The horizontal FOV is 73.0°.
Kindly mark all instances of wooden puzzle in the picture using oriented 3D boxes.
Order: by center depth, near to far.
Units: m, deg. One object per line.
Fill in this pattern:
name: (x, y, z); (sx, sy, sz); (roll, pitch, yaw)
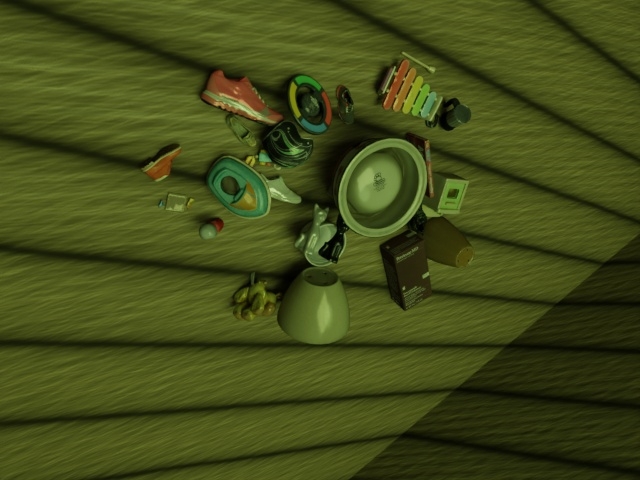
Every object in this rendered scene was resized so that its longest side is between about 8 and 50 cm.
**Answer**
wooden puzzle: (-0.538, -0.139, 1.614); (0.116, 0.014, 0.079); (15, 102, -34)

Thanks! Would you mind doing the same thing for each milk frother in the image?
milk frother: (0.569, -0.550, 1.939); (0.143, 0.135, 0.129); (-39, 96, -10)

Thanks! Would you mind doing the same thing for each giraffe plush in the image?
giraffe plush: (-0.264, 0.269, 1.911); (0.170, 0.181, 0.210); (39, 58, -47)

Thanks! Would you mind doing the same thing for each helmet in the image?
helmet: (-0.115, -0.348, 1.607); (0.169, 0.169, 0.161); (-41, 98, -4)

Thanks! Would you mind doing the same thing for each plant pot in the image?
plant pot: (0.653, 0.031, 2.217); (0.237, 0.254, 0.237); (-12, 119, -22)

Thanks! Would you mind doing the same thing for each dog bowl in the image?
dog bowl: (0.222, -0.225, 1.746); (0.408, 0.150, 0.408); (-11, 118, -21)

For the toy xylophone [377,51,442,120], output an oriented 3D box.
toy xylophone: (0.380, -0.646, 1.818); (0.322, 0.081, 0.236); (6, 111, -32)

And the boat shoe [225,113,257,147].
boat shoe: (-0.287, -0.399, 1.595); (0.056, 0.048, 0.153); (-42, 127, -4)

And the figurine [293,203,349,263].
figurine: (0.019, -0.033, 1.807); (0.215, 0.092, 0.209); (21, 95, -34)

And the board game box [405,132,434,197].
board game box: (0.454, -0.343, 1.978); (0.027, 0.145, 0.281); (-26, 124, -16)

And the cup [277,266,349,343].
cup: (-0.018, 0.256, 1.906); (0.331, 0.331, 0.237); (-6, 119, -26)

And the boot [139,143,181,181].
boot: (-0.542, -0.273, 1.518); (0.158, 0.059, 0.085); (-35, 130, 1)

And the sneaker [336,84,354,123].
sneaker: (0.106, -0.537, 1.731); (0.061, 0.065, 0.158); (-30, 125, -12)

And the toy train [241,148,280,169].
toy train: (-0.242, -0.280, 1.678); (0.166, 0.046, 0.125); (-35, 116, -6)

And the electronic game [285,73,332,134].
electronic game: (-0.039, -0.506, 1.615); (0.229, 0.048, 0.229); (13, 72, -43)

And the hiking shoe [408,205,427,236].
hiking shoe: (0.485, -0.134, 2.123); (0.086, 0.114, 0.227); (-24, 124, -17)

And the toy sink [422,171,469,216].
toy sink: (0.610, -0.207, 2.144); (0.152, 0.131, 0.234); (1, 115, -29)

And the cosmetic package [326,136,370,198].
cosmetic package: (0.181, -0.274, 1.871); (0.153, 0.129, 0.296); (28, 99, -35)

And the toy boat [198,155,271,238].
toy boat: (-0.336, -0.136, 1.609); (0.267, 0.148, 0.318); (37, 109, -4)

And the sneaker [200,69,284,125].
sneaker: (-0.253, -0.498, 1.522); (0.313, 0.116, 0.136); (12, 104, -35)

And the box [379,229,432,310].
box: (0.450, 0.159, 2.245); (0.191, 0.143, 0.381); (-28, 123, -14)

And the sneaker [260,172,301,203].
sneaker: (-0.162, -0.211, 1.752); (0.212, 0.080, 0.094); (14, 95, -33)

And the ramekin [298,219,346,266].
ramekin: (0.000, 0.000, 1.927); (0.207, 0.109, 0.207); (-13, 121, -23)
